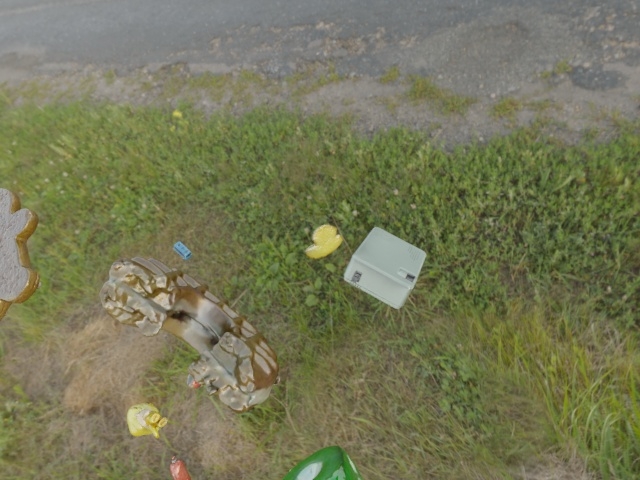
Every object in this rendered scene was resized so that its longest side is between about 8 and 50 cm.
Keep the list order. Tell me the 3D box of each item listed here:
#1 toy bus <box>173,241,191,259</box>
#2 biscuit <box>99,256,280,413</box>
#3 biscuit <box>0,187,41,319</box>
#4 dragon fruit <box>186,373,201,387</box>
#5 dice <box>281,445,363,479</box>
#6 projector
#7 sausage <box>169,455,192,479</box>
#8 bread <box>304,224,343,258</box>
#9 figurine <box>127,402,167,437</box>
[{"bbox_3d":[-0.625,0.047,1.964,0.083,0.046,0.038,41,53,12],"label":"toy bus"},{"bbox_3d":[-0.231,0.172,0.843,0.366,0.268,0.115,39,89,5],"label":"biscuit"},{"bbox_3d":[-0.933,0.025,1.294,0.283,0.064,0.432,-34,62,12],"label":"biscuit"},{"bbox_3d":[-0.463,0.523,1.623,0.083,0.060,0.056,7,79,58],"label":"dragon fruit"},{"bbox_3d":[0.031,0.923,1.480,0.287,0.297,0.300,-29,90,-5],"label":"dice"},{"bbox_3d":[0.196,0.078,1.281,0.192,0.099,0.257,27,29,10],"label":"projector"},{"bbox_3d":[-0.269,0.563,0.920,0.034,0.253,0.034,-16,15,4],"label":"sausage"},{"bbox_3d":[0.000,0.000,1.976,0.187,0.149,0.065,-34,36,1],"label":"bread"},{"bbox_3d":[-0.685,0.712,1.714,0.246,0.156,0.131,-26,30,49],"label":"figurine"}]
